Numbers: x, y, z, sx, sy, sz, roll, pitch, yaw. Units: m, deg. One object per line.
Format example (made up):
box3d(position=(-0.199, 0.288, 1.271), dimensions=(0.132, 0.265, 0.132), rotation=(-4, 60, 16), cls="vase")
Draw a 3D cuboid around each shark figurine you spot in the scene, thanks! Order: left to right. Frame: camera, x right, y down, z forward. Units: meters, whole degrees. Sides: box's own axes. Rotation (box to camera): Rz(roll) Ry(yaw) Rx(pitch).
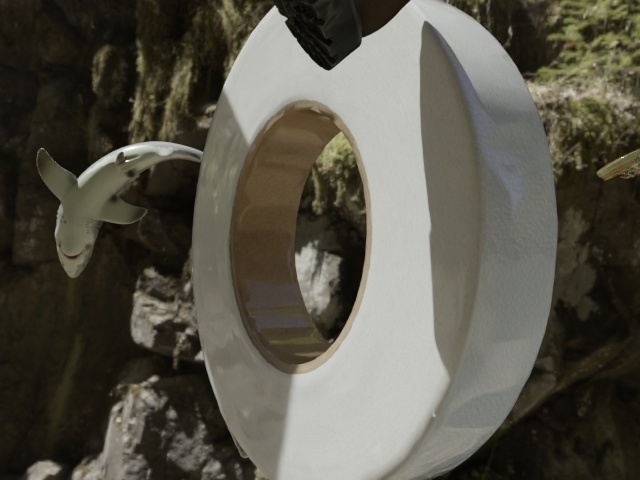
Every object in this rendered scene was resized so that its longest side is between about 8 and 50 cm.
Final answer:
box3d(position=(-0.261, -0.089, 0.807), dimensions=(0.278, 0.166, 0.116), rotation=(-29, 15, -2), cls="shark figurine")

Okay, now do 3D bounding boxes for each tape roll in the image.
box3d(position=(0.000, 0.000, 0.465), dimensions=(0.072, 0.393, 0.392), rotation=(1, -2, -34), cls="tape roll")

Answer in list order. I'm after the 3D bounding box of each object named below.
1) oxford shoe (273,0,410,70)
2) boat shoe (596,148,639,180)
box3d(position=(0.005, -0.182, 0.238), dimensions=(0.083, 0.096, 0.227), rotation=(54, -4, 25), cls="oxford shoe")
box3d(position=(0.522, -0.126, 0.927), dimensions=(0.152, 0.048, 0.056), rotation=(-23, -3, 8), cls="boat shoe")
